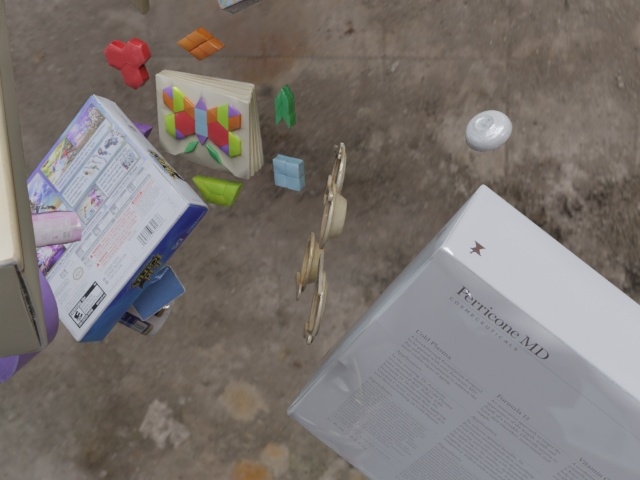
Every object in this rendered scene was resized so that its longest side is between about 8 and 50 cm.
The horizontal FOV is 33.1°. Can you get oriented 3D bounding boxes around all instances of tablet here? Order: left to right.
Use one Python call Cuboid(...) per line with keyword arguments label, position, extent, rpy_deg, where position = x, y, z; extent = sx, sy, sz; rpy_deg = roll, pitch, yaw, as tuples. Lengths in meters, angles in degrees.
Cuboid(label="tablet", position=(-0.255, 0.080, 1.663), extent=(0.083, 0.006, 0.054), rpy_deg=(-36, 108, -17))

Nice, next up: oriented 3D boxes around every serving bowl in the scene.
Cuboid(label="serving bowl", position=(0.285, -0.193, 1.845), extent=(0.083, 0.083, 0.027), rpy_deg=(-16, 139, 19))

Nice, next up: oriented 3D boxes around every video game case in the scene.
Cuboid(label="video game case", position=(-0.325, -0.031, 1.565), extent=(0.269, 0.061, 0.244), rpy_deg=(-49, 67, 14))

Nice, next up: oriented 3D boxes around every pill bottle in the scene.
Cuboid(label="pill bottle", position=(-0.328, 0.080, 1.747), extent=(0.169, 0.094, 0.094), rpy_deg=(30, 117, -20))

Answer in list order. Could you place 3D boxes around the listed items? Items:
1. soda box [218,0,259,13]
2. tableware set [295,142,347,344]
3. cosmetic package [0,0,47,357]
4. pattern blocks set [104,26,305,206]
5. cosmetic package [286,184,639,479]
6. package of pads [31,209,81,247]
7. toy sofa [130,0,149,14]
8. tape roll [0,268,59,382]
Cuboid(label="soda box", position=(-0.137, -0.406, 1.468), extent=(0.058, 0.063, 0.183), rpy_deg=(-22, 92, 12))
Cuboid(label="tableware set", position=(0.000, 0.000, 0.924), extent=(0.020, 0.141, 0.168), rpy_deg=(11, 111, -6))
Cuboid(label="cosmetic package", position=(-0.240, -0.089, 0.549), extent=(0.160, 0.309, 0.113), rpy_deg=(-10, 155, -12))
Cuboid(label="pattern blocks set", position=(-0.172, -0.179, 1.615), extent=(0.325, 0.026, 0.285), rpy_deg=(5, 122, 32))
Cuboid(label="cosmetic package", position=(0.193, 0.169, 0.895), extent=(0.377, 0.097, 0.284), rpy_deg=(38, 139, 0))
Cuboid(label="package of pads", position=(-0.262, -0.008, 0.964), extent=(0.050, 0.083, 0.031), rpy_deg=(2, 99, 48))
Cuboid(label="toy sofa", position=(-0.213, -0.545, 1.698), extent=(0.362, 0.150, 0.177), rpy_deg=(-44, 96, -6))
Cuboid(label="tape roll", position=(-0.426, 0.081, 1.342), extent=(0.189, 0.080, 0.188), rpy_deg=(16, 127, 22))
